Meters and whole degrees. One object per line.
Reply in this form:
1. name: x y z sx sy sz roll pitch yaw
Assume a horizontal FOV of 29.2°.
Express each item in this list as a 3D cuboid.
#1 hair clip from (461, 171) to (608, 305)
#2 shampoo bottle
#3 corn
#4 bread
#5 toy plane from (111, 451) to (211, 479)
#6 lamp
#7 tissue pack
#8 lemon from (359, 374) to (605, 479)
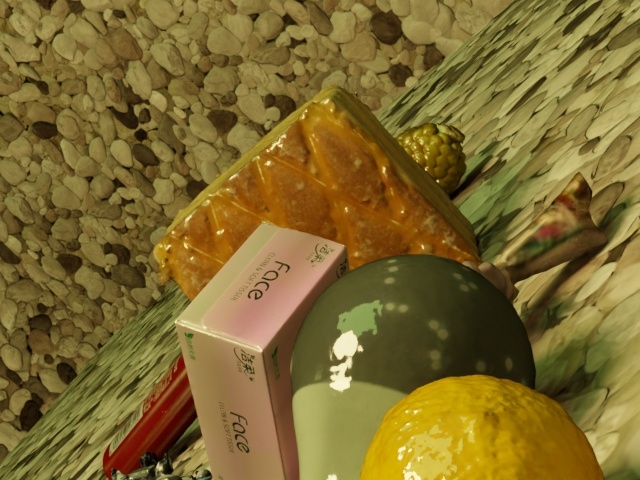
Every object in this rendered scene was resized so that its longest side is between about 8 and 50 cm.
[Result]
1. hair clip: 0.144 0.044 1.093 0.300 0.069 0.173 -35 -32 -14
2. shampoo bottle: -0.200 0.224 1.758 0.314 0.076 0.118 -50 3 24
3. corn: 0.071 -0.031 1.775 0.363 0.120 0.120 -46 8 16
4. bread: 0.000 0.000 1.420 0.279 0.279 0.207 -44 6 13
5. toy plane: -0.219 0.310 1.579 0.169 0.078 0.246 -17 5 -1
6. lamp: 0.060 0.150 0.871 0.182 0.182 0.313 -37 32 39
7. tissue pack: -0.037 0.129 1.107 0.148 0.092 0.246 -51 -33 -38
8. lemon: 0.091 0.151 0.695 0.142 0.142 0.187 -42 17 9
